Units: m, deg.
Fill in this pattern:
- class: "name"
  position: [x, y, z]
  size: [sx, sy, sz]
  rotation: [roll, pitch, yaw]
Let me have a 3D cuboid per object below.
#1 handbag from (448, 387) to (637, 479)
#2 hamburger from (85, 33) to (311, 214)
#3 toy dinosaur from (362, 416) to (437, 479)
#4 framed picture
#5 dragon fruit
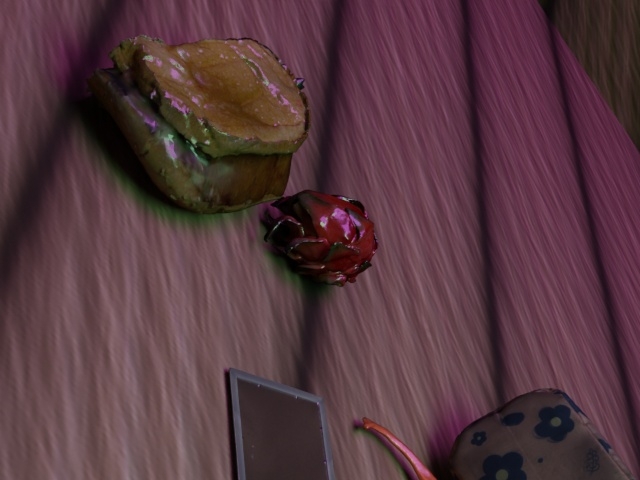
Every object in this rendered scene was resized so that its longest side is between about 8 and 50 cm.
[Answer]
- class: "handbag"
  position: [0.295, 0.330, 1.154]
  size: [0.193, 0.190, 0.251]
  rotation: [55, 4, -42]
- class: "hamburger"
  position: [-0.124, -0.134, 1.157]
  size: [0.309, 0.132, 0.211]
  rotation: [-11, 69, -54]
- class: "toy dinosaur"
  position: [0.141, 0.323, 1.130]
  size: [0.279, 0.055, 0.101]
  rotation: [52, 15, -9]
- class: "framed picture"
  position: [-0.039, 0.234, 1.029]
  size: [0.142, 0.011, 0.183]
  rotation: [24, 42, -37]
- class: "dragon fruit"
  position: [0.004, -0.005, 1.223]
  size: [0.142, 0.130, 0.121]
  rotation: [37, 69, -26]
